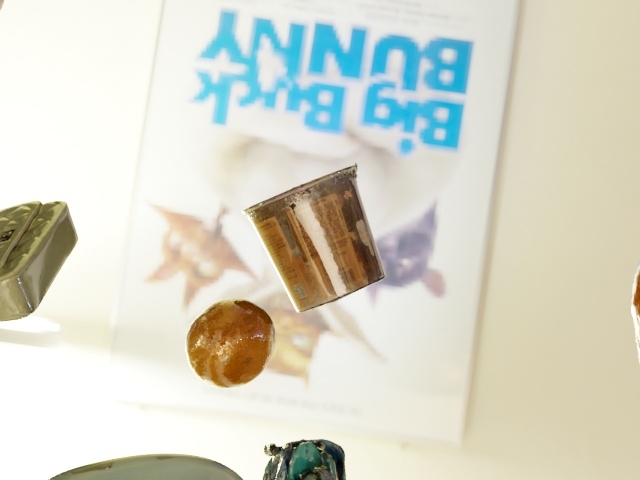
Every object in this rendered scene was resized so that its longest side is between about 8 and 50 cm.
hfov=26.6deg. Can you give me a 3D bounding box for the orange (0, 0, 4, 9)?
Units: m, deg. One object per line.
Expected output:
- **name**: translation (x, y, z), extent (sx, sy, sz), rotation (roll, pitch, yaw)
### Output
- **orange**: translation (-0.641, -0.436, 2.132), extent (0.312, 0.312, 0.312), rotation (9, 179, 0)

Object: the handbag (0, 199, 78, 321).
- **handbag**: translation (-0.464, 0.031, 1.853), extent (0.219, 0.079, 0.256), rotation (-8, -153, 13)

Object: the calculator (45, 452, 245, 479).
- **calculator**: translation (-0.208, 0.322, 1.421), extent (0.299, 0.185, 0.041), rotation (-9, 170, -9)

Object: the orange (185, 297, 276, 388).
- **orange**: translation (-0.150, 0.166, 2.221), extent (0.156, 0.156, 0.124), rotation (10, -160, -43)

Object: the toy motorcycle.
- **toy motorcycle**: translation (-0.036, 0.439, 2.174), extent (0.154, 0.260, 0.206), rotation (-1, -151, -26)

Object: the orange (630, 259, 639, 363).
- **orange**: translation (0.557, 0.112, 1.917), extent (0.226, 0.283, 0.284), rotation (-4, 176, 12)

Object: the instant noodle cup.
- **instant noodle cup**: translation (0.000, 0.000, 2.339), extent (0.217, 0.207, 0.217), rotation (-22, -179, 0)
